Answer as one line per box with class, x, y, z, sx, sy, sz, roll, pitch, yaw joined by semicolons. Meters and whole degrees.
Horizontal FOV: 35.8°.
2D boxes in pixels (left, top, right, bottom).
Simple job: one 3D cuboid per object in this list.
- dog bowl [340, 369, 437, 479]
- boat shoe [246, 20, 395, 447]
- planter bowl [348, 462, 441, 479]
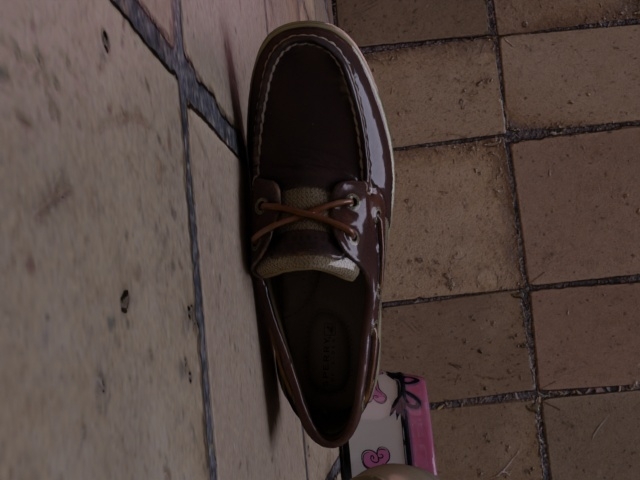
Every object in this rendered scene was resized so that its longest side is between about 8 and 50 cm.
dog bowl;0.124;0.408;1.702;0.408;0.151;0.407;-6;90;-85
boat shoe;0.000;0.000;0.791;0.123;0.123;0.341;-84;174;-76
planter bowl;0.081;0.358;1.276;0.109;0.162;0.162;36;41;-47
